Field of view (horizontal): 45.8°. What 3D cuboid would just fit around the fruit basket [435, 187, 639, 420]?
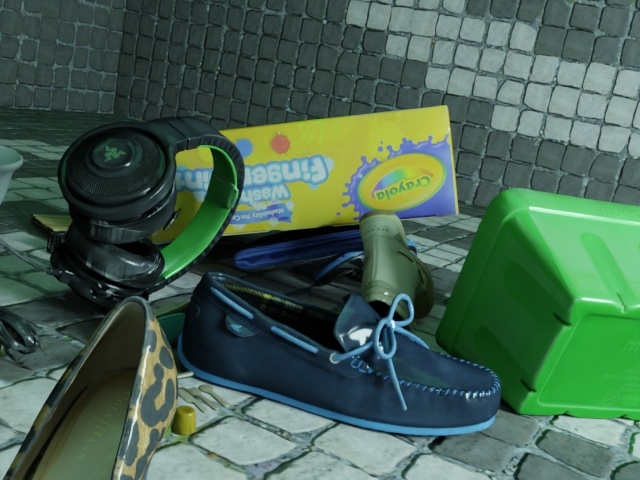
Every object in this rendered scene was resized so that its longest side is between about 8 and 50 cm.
[{"bbox_3d":[0.334,0.063,1.001,0.391,0.283,0.392,13,29,-7],"label":"fruit basket"}]

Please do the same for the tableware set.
[{"bbox_3d":[-0.165,0.143,0.711,0.104,0.024,0.154,-5,21,-42],"label":"tableware set"}]

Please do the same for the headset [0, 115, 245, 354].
[{"bbox_3d":[-0.227,-0.001,0.885,0.185,0.243,0.394,39,40,25],"label":"headset"}]

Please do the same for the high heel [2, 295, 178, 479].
[{"bbox_3d":[-0.143,0.137,0.361,0.093,0.186,0.261,12,12,7],"label":"high heel"}]

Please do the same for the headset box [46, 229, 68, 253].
[{"bbox_3d":[-0.350,0.010,1.115,0.083,0.032,0.062,18,15,27],"label":"headset box"}]

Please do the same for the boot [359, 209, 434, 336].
[{"bbox_3d":[0.104,0.084,1.027,0.077,0.213,0.165,-13,45,18],"label":"boot"}]

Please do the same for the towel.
[{"bbox_3d":[0.000,0.000,1.246,0.243,0.040,0.336,-10,4,5],"label":"towel"}]

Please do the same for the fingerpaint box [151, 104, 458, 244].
[{"bbox_3d":[-0.010,-0.110,1.231,0.444,0.163,0.371,-5,5,10],"label":"fingerpaint box"}]

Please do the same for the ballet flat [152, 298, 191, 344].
[{"bbox_3d":[-0.163,0.090,0.872,0.052,0.057,0.168,8,8,38],"label":"ballet flat"}]

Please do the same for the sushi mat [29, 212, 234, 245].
[{"bbox_3d":[-0.320,-0.019,1.300,0.316,0.019,0.151,1,15,-37],"label":"sushi mat"}]

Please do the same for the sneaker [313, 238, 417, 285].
[{"bbox_3d":[0.079,0.046,1.229,0.188,0.078,0.067,-11,-2,-24],"label":"sneaker"}]

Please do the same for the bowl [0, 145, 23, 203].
[{"bbox_3d":[-0.575,-0.070,1.047,0.297,0.134,0.298,10,13,-2],"label":"bowl"}]

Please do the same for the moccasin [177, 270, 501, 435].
[{"bbox_3d":[0.021,0.112,0.778,0.341,0.117,0.138,11,12,0],"label":"moccasin"}]
